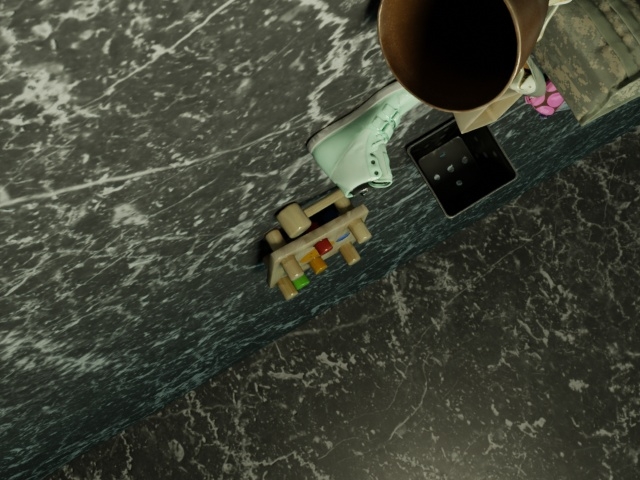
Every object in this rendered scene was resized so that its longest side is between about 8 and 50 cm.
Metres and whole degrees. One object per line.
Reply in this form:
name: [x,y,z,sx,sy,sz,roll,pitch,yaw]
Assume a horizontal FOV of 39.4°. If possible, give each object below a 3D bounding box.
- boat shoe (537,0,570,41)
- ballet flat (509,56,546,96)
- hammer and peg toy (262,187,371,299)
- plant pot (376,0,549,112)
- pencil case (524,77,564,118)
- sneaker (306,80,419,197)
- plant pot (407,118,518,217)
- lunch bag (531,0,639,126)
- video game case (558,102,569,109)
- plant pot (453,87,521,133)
boat shoe: [0.362,-0.416,1.390,0.113,0.103,0.302,-27,167,-22]
ballet flat: [0.362,-0.319,1.663,0.213,0.072,0.068,51,59,-47]
hammer and peg toy: [0.000,0.000,2.079,0.266,0.127,0.361,-28,167,-14]
plant pot: [0.233,-0.325,1.271,0.230,0.215,0.215,-40,176,-41]
pencil case: [0.574,-0.380,2.080,0.098,0.095,0.209,9,142,-33]
sneaker: [0.120,-0.181,1.617,0.256,0.151,0.094,-34,166,5]
plant pot: [0.317,-0.174,2.079,0.188,0.187,0.167,-32,-179,0]
lunch bag: [0.558,-0.386,1.663,0.287,0.235,0.169,-28,169,-18]
video game case: [0.767,-0.400,2.249,0.329,0.036,0.300,-12,174,-15]
plant pot: [0.318,-0.292,1.778,0.109,0.096,0.109,-23,166,-35]
